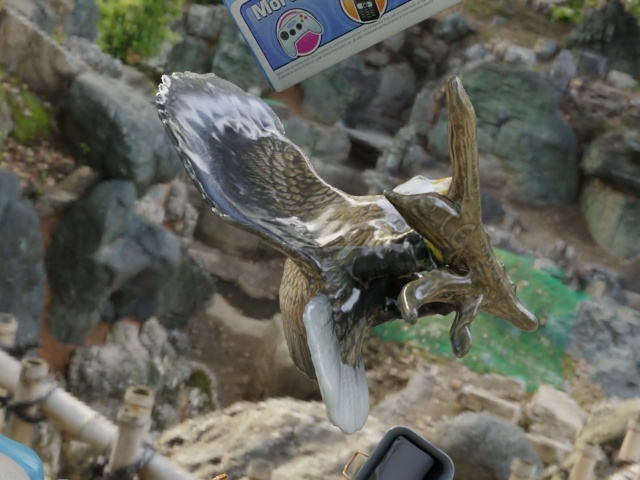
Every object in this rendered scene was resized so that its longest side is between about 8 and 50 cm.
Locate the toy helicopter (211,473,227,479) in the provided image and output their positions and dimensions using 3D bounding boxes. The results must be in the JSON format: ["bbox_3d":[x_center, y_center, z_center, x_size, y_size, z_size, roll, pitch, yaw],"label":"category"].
[{"bbox_3d":[-0.167,0.382,0.996,0.355,0.235,0.140,-18,-16,1],"label":"toy helicopter"}]

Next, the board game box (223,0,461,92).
[{"bbox_3d":[0.029,-0.299,0.659,0.308,0.302,0.086,-21,17,30],"label":"board game box"}]

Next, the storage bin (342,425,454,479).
[{"bbox_3d":[0.073,0.268,1.092,0.098,0.135,0.091,35,-3,7],"label":"storage bin"}]

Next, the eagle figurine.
[{"bbox_3d":[0.008,-0.002,0.723,0.298,0.226,0.225,12,4,44],"label":"eagle figurine"}]

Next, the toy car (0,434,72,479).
[{"bbox_3d":[-0.250,0.177,0.449,0.219,0.238,0.210,37,-18,-36],"label":"toy car"}]
